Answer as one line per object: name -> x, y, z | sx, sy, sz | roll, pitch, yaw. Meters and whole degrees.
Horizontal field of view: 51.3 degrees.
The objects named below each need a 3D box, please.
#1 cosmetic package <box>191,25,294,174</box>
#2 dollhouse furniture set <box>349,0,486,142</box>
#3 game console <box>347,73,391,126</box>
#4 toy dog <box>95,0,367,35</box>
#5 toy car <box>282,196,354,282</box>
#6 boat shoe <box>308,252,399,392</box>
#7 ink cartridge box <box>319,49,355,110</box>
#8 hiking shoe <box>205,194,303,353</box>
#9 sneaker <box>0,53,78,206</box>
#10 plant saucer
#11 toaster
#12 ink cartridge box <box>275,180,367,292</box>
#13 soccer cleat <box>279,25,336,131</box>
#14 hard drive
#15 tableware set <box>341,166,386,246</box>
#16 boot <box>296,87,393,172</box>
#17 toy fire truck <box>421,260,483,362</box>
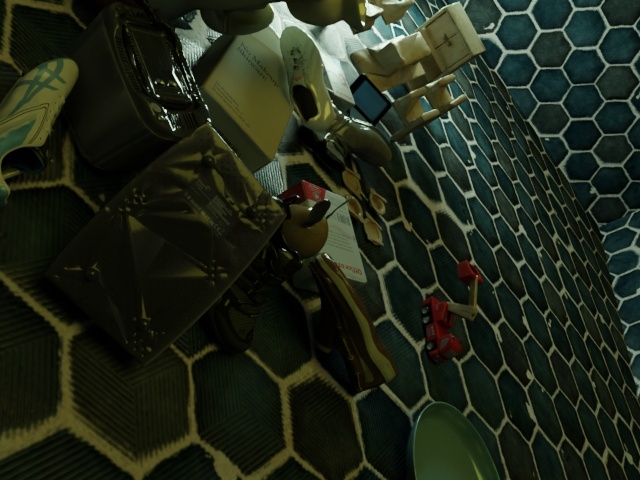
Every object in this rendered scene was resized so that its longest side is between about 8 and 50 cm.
cosmetic package -> -0.134, -0.244, 1.120 | 0.160, 0.113, 0.310 | 46, 35, -25
dollhouse furniture set -> 0.216, -0.477, 1.804 | 0.394, 0.256, 0.362 | -30, 91, -39
game console -> 0.110, -0.311, 1.580 | 0.122, 0.071, 0.107 | 39, 37, -32
toy dog -> -0.149, -0.422, 0.983 | 0.395, 0.407, 0.285 | -72, 158, -61
toy car -> -0.045, -0.026, 0.998 | 0.155, 0.188, 0.149 | -18, 81, -60
boat shoe -> 0.034, 0.143, 1.052 | 0.258, 0.095, 0.095 | 61, -3, -22
ink cartridge box -> 0.020, -0.353, 1.498 | 0.088, 0.052, 0.123 | 7, 61, -55
hiking shoe -> -0.085, 0.045, 0.894 | 0.086, 0.114, 0.227 | 0, 97, -63
sneaker -> -0.331, -0.126, 0.749 | 0.086, 0.085, 0.237 | 36, 43, -18
plant saucer -> 0.241, 0.450, 1.190 | 0.317, 0.043, 0.318 | 37, 37, -36
toaster -> -0.252, -0.196, 0.866 | 0.129, 0.146, 0.227 | -11, 76, -59
ink cartridge box -> 0.000, 0.000, 1.160 | 0.127, 0.072, 0.175 | 19, 51, -50
soccer cleat -> -0.029, -0.280, 1.135 | 0.076, 0.068, 0.196 | -9, 77, -56
hard drive -> -0.177, 0.001, 0.793 | 0.255, 0.054, 0.172 | -48, 111, -20
tableware set -> 0.093, -0.074, 1.413 | 0.141, 0.020, 0.169 | 40, 36, -33
boot -> 0.049, -0.195, 1.404 | 0.246, 0.083, 0.161 | 36, 44, -26
toy fire truck -> 0.282, 0.150, 1.401 | 0.047, 0.135, 0.192 | 35, 39, -38
